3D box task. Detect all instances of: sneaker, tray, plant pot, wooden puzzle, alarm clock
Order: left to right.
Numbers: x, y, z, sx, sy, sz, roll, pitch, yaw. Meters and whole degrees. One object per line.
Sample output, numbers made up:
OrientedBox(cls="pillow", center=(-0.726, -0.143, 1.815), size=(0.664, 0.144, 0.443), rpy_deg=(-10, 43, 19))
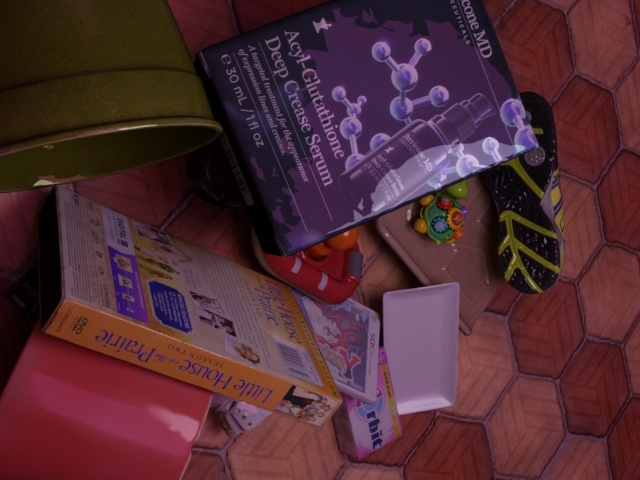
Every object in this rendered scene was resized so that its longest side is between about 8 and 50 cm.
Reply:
OrientedBox(cls="plant pot", center=(-0.346, -0.270, 1.123), size=(0.366, 0.366, 0.353), rpy_deg=(-14, 90, -33))
OrientedBox(cls="plant pot", center=(-0.288, 0.230, 1.170), size=(0.243, 0.275, 0.275), rpy_deg=(23, 80, -7))
OrientedBox(cls="sneaker", center=(-0.175, 0.247, 1.390), size=(0.293, 0.108, 0.169), rpy_deg=(-17, 99, -33))
OrientedBox(cls="alarm clock", center=(-0.140, -0.137, 1.416), size=(0.129, 0.064, 0.192), rpy_deg=(26, 76, -32))
OrientedBox(cls="tray", center=(0.183, 0.200, 1.621), size=(0.145, 0.030, 0.270), rpy_deg=(-8, 115, -11))
OrientedBox(cls="wooden puzzle", center=(0.267, -0.043, 1.691), size=(0.322, 0.080, 0.348), rpy_deg=(49, 63, -27))
OrientedBox(cls="sneaker", center=(0.392, -0.090, 1.675), size=(0.147, 0.145, 0.384), rpy_deg=(7, 82, -68))

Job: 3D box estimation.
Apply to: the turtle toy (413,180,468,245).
OrientedBox(cls="turtle toy", center=(0.228, -0.053, 1.568), size=(0.095, 0.066, 0.130), rpy_deg=(21, 78, -35))

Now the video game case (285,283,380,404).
OrientedBox(cls="video game case", center=(0.019, 0.164, 1.497), size=(0.201, 0.023, 0.183), rpy_deg=(28, 46, -25))

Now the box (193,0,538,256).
OrientedBox(cls="box", center=(0.054, -0.185, 1.252), size=(0.395, 0.212, 0.293), rpy_deg=(-24, 95, -10))

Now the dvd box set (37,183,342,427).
OrientedBox(cls="dvd box set", center=(-0.188, 0.090, 1.228), size=(0.420, 0.307, 0.062), rpy_deg=(25, 109, -30))

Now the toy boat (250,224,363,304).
OrientedBox(cls="toy boat", center=(0.000, 0.000, 1.445), size=(0.231, 0.151, 0.151), rpy_deg=(31, 51, -32))

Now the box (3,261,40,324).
OrientedBox(cls="box", center=(-0.407, 0.083, 1.274), size=(0.067, 0.018, 0.083), rpy_deg=(-49, 118, -22))

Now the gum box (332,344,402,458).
OrientedBox(cls="gum box", center=(0.077, 0.294, 1.588), size=(0.107, 0.062, 0.188), rpy_deg=(-19, 103, -32))
